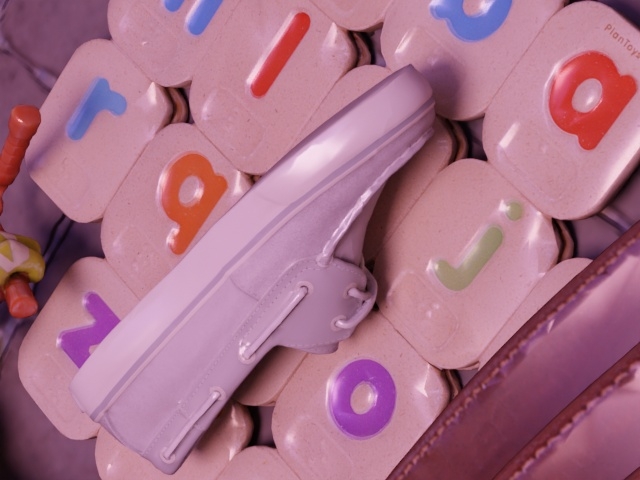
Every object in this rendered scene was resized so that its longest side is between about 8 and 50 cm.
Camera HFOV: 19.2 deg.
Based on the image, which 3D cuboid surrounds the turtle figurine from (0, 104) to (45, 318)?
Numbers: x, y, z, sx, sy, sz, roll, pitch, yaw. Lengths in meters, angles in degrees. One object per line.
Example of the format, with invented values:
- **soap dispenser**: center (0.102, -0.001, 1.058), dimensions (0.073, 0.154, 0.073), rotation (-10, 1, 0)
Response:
- **turtle figurine**: center (-0.164, 0.088, 0.764), dimensions (0.269, 0.087, 0.217), rotation (-43, 66, 33)

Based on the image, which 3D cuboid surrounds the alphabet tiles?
- **alphabet tiles**: center (0.000, 0.000, 0.716), dimensions (0.284, 0.021, 0.278), rotation (45, 112, 28)

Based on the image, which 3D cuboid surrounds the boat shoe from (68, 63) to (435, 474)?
- **boat shoe**: center (-0.015, 0.016, 0.679), dimensions (0.063, 0.066, 0.184), rotation (45, 107, -2)

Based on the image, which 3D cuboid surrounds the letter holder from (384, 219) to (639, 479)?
- **letter holder**: center (0.090, 0.120, 0.555), dimensions (0.302, 0.152, 0.214), rotation (-49, 68, 20)
